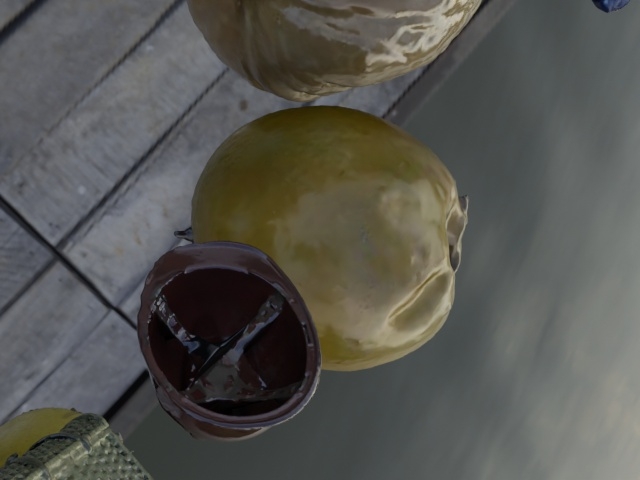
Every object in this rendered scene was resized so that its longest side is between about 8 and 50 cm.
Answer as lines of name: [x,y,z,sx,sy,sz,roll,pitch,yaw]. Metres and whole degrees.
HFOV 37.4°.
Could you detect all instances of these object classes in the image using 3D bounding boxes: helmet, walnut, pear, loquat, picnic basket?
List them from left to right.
pear: [-0.398,0.346,1.335,0.267,0.267,0.178,-45,170,-17]
picnic basket: [-0.288,0.294,1.011,0.134,0.154,0.196,-45,177,19]
helmet: [-0.050,0.060,0.474,0.089,0.111,0.057,1,138,-18]
loquat: [0.000,0.000,0.797,0.244,0.244,0.243,-20,123,-35]
walnut: [0.017,-0.272,0.903,0.313,0.277,0.252,-35,113,-48]

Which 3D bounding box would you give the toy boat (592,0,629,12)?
toy boat: [0.216,-0.302,0.703,0.115,0.114,0.262,-48,134,-39]
